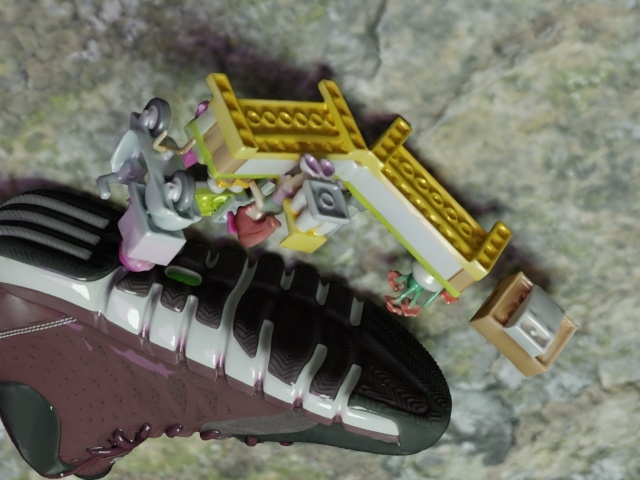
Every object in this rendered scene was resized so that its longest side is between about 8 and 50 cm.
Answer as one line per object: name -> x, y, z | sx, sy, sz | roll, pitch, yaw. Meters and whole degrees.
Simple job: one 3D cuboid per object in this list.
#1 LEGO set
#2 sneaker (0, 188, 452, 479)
LEGO set -> 0.000, 0.000, 0.940 | 0.287, 0.132, 0.107 | 21, 135, -32
sneaker -> -0.075, 0.089, 0.997 | 0.281, 0.106, 0.162 | 23, 121, 3
